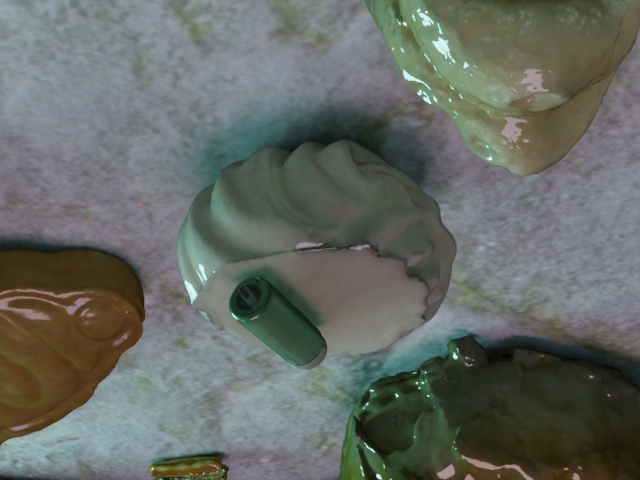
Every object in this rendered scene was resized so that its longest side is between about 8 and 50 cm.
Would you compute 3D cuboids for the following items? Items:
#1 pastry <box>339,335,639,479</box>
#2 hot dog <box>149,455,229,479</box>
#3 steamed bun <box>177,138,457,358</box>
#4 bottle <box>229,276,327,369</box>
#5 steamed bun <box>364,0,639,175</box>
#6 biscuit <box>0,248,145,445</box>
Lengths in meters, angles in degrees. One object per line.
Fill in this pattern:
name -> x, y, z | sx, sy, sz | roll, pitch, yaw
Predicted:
pastry -> 0.166, 0.208, 1.342 | 0.329, 0.136, 0.330 | -1, 150, -1
hot dog -> -0.128, 0.224, 1.484 | 0.083, 0.021, 0.037 | -5, 131, 14
steamed bun -> 0.000, 0.000, 0.989 | 0.182, 0.106, 0.183 | -2, 148, -1
bottle -> -0.025, 0.053, 0.947 | 0.030, 0.030, 0.083 | -14, 146, 23
steamed bun -> 0.094, -0.116, 0.725 | 0.140, 0.155, 0.172 | 5, 150, -9
biscuit -> -0.313, 0.082, 1.141 | 0.351, 0.057, 0.312 | -25, 143, 25
